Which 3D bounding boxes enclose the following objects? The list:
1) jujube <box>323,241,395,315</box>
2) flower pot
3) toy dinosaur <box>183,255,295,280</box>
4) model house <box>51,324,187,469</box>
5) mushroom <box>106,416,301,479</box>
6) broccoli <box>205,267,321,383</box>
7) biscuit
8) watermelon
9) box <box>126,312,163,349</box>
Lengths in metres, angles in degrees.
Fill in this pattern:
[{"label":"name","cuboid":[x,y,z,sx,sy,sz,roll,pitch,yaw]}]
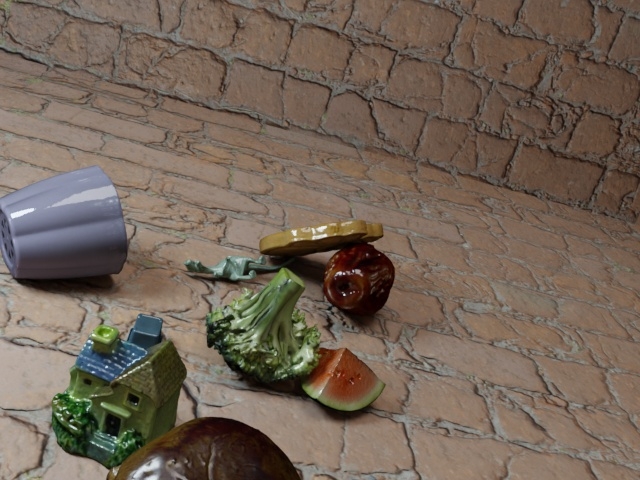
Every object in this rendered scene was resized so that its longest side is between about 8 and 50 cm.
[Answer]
[{"label":"jujube","cuboid":[0.096,0.103,2.074,0.197,0.197,0.290,23,12,11]},{"label":"flower pot","cuboid":[-0.606,-0.022,1.804,0.243,0.265,0.265,-16,38,-31]},{"label":"toy dinosaur","cuboid":[-0.178,0.074,2.079,0.382,0.076,0.129,6,1,-42]},{"label":"model house","cuboid":[-0.363,0.260,1.389,0.214,0.189,0.195,24,21,9]},{"label":"mushroom","cuboid":[-0.156,0.417,1.165,0.345,0.239,0.345,9,50,-11]},{"label":"broccoli","cuboid":[-0.115,0.179,1.679,0.247,0.243,0.263,11,26,-51]},{"label":"biscuit","cuboid":[0.000,0.000,2.166,0.351,0.057,0.312,-9,-6,5]},{"label":"watermelon","cuboid":[0.026,0.302,1.718,0.193,0.137,0.145,0,-6,-38]},{"label":"box","cuboid":[-0.374,0.202,1.677,0.074,0.054,0.099,16,22,-10]}]
